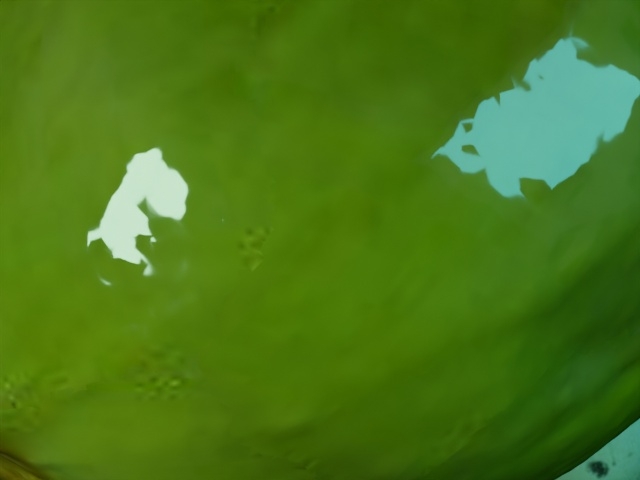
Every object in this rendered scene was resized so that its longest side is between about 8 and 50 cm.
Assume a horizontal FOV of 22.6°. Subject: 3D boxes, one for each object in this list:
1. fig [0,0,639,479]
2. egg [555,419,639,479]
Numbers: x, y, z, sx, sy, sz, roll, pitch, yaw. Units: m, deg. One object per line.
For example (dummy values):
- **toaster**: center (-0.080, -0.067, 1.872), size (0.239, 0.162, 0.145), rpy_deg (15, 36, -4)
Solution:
- **fig**: center (-0.004, -0.027, 0.634), size (0.343, 0.343, 0.343), rpy_deg (16, 70, -53)
- **egg**: center (0.152, 0.106, 0.986), size (0.164, 0.131, 0.131), rpy_deg (73, 28, -55)
